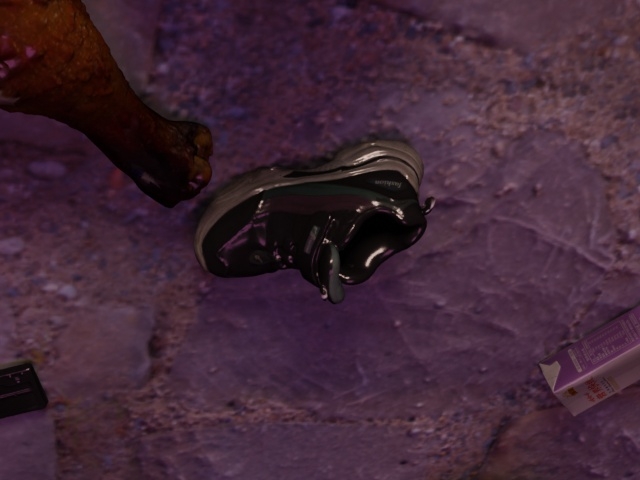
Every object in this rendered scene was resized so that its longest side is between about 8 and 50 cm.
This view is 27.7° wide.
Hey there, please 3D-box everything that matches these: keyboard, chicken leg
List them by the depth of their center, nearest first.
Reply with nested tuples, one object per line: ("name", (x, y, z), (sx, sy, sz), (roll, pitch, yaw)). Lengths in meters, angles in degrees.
("chicken leg", (-0.199, -0.104, 0.697), (0.407, 0.096, 0.158), (19, 144, -39))
("keyboard", (-0.281, 0.126, 0.954), (0.155, 0.010, 0.053), (-14, 136, -6))

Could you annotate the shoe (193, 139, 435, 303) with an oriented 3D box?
("shoe", (0.000, 0.000, 0.872), (0.169, 0.099, 0.071), (-20, 137, 0))

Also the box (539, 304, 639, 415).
("box", (0.247, 0.098, 1.094), (0.117, 0.036, 0.050), (-31, 134, 12))
